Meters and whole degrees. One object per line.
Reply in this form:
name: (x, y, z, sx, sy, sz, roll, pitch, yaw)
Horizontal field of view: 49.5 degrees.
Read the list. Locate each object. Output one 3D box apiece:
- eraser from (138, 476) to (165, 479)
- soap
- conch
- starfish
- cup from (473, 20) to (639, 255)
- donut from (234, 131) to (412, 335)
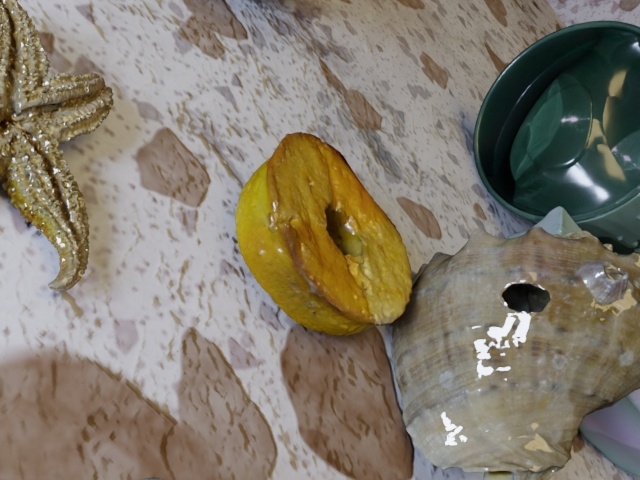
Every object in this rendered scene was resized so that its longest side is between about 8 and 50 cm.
eraser: (-0.099, 0.259, 0.262, 0.189, 0.104, 0.290, -4, 63, -48)
soap: (0.371, 0.148, 0.917, 0.347, 0.115, 0.208, 50, 35, -8)
conch: (0.195, 0.078, 0.672, 0.324, 0.263, 0.186, -41, 137, -50)
starfish: (-0.214, -0.075, 0.461, 0.227, 0.043, 0.240, -14, 76, -52)
cup: (0.495, -0.111, 1.090, 0.392, 0.310, 0.401, 22, 11, -45)
donut: (-0.001, 0.001, 0.631, 0.190, 0.075, 0.174, 42, 34, -25)
